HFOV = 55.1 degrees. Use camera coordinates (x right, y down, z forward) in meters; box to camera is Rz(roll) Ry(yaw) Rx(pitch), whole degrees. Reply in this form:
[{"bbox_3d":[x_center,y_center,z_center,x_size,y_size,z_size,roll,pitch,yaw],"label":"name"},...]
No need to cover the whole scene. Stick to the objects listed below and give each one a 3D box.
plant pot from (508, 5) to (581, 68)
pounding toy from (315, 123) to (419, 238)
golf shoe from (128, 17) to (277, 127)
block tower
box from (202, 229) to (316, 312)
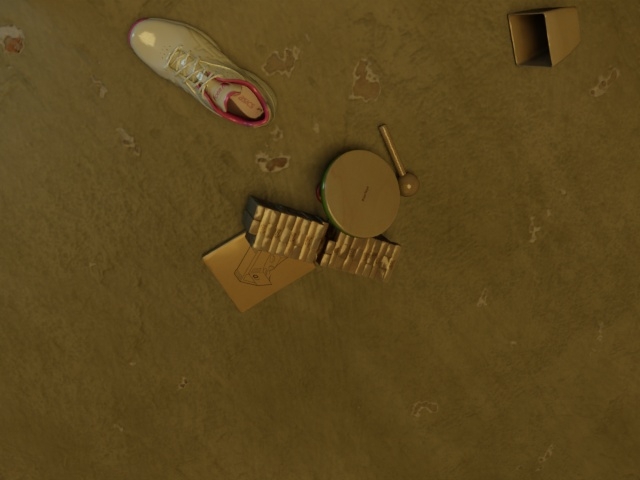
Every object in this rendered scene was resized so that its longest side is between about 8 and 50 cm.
[{"bbox_3d":[0.461,-0.420,1.242,0.096,0.109,0.109,-25,115,-14],"label":"plant pot"},{"bbox_3d":[0.081,-0.108,1.305,0.237,0.110,0.183,-42,105,-25],"label":"pounding toy"},{"bbox_3d":[-0.208,-0.306,1.129,0.306,0.140,0.115,28,106,-19],"label":"golf shoe"},{"bbox_3d":[0.000,0.000,1.306,0.335,0.097,0.091,16,102,-21],"label":"block tower"},{"bbox_3d":[-0.132,0.048,1.353,0.201,0.021,0.164,-31,115,1],"label":"box"}]
